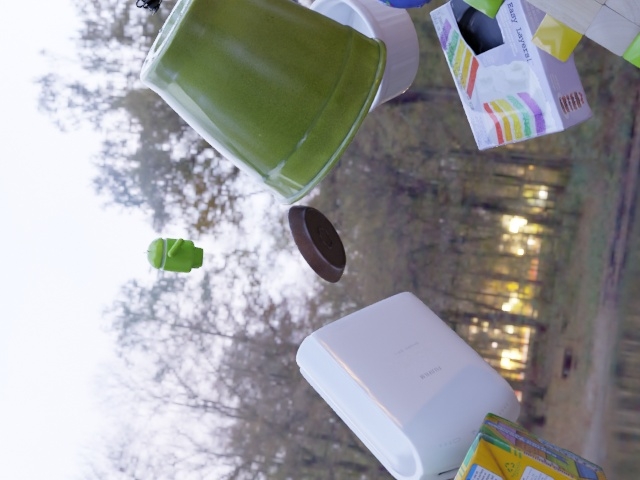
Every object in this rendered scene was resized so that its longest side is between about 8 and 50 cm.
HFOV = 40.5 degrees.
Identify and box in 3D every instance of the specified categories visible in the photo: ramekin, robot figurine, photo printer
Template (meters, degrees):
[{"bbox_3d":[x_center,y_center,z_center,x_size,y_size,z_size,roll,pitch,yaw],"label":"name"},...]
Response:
[{"bbox_3d":[0.097,-0.432,1.966,0.135,0.277,0.277,-24,-51,-30],"label":"ramekin"},{"bbox_3d":[-0.290,0.029,1.712,0.101,0.115,0.067,156,119,-68],"label":"robot figurine"},{"bbox_3d":[0.149,0.236,1.386,0.256,0.307,0.107,-19,-40,-37],"label":"photo printer"}]

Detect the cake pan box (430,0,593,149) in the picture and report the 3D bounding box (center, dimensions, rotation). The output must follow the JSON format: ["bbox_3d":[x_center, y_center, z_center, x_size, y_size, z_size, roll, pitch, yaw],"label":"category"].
[{"bbox_3d":[0.297,-0.290,1.383,0.246,0.070,0.267,-2,109,67],"label":"cake pan box"}]

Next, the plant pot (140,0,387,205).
[{"bbox_3d":[-0.128,-0.307,1.610,0.366,0.353,0.366,-49,23,30],"label":"plant pot"}]

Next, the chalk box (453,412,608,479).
[{"bbox_3d":[0.255,0.347,1.128,0.180,0.179,0.289,-65,-14,0],"label":"chalk box"}]

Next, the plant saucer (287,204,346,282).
[{"bbox_3d":[0.000,0.000,1.646,0.168,0.029,0.168,45,-154,-29],"label":"plant saucer"}]

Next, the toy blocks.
[{"bbox_3d":[0.288,-0.389,0.985,0.261,0.381,0.191,-52,-9,-29],"label":"toy blocks"}]

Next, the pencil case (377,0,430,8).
[{"bbox_3d":[0.182,-0.568,1.592,0.119,0.133,0.306,-52,-16,-43],"label":"pencil case"}]

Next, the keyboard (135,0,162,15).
[{"bbox_3d":[-0.318,-0.574,1.689,0.201,0.317,0.033,55,-169,-14],"label":"keyboard"}]
